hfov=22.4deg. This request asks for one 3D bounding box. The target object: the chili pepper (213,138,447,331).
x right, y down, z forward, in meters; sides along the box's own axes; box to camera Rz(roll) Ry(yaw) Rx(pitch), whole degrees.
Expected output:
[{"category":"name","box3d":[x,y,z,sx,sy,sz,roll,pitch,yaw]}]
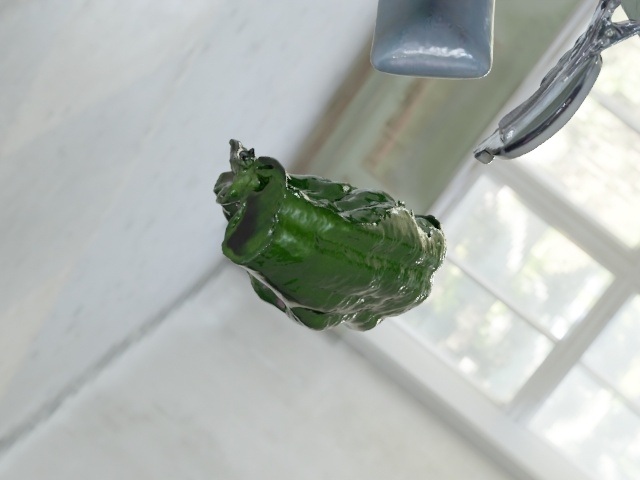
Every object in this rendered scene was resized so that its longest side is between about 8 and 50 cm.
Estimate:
[{"category":"chili pepper","box3d":[-0.007,0.008,1.705,0.385,0.213,0.167,24,83,-60]}]

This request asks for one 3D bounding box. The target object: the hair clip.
[{"category":"hair clip","box3d":[0.235,-0.156,1.621,0.220,0.054,0.140,-48,-166,10]}]

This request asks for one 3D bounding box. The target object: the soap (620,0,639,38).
[{"category":"soap","box3d":[0.423,-0.390,1.846,0.208,0.115,0.347,-107,-172,-50]}]

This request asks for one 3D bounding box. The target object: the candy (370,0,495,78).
[{"category":"candy","box3d":[0.132,-0.258,1.863,0.071,0.138,0.174,88,8,-50]}]
